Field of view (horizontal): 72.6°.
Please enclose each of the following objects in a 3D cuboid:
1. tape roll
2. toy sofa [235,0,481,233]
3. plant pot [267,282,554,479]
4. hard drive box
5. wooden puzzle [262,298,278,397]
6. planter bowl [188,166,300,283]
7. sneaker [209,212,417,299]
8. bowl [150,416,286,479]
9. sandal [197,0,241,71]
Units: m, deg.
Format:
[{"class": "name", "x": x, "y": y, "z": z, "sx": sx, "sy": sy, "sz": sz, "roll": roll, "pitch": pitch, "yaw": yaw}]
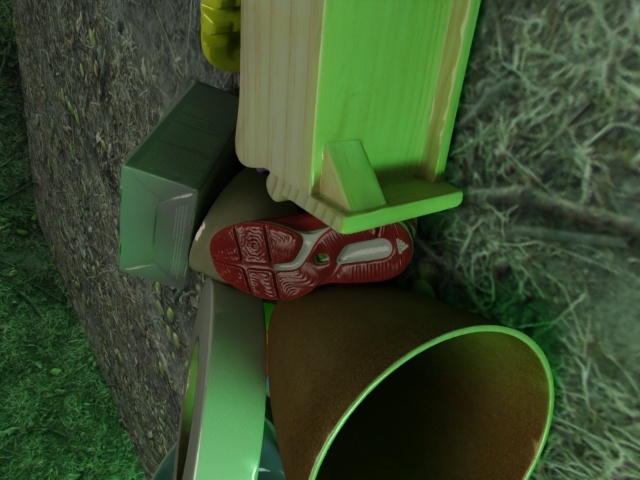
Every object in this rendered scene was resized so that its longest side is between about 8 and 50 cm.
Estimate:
[{"class": "tape roll", "x": -0.157, "y": 0.245, "z": 0.629, "sx": 0.392, "sy": 0.072, "sz": 0.391, "roll": -171, "pitch": 90, "yaw": -71}, {"class": "toy sofa", "x": 0.038, "y": -0.204, "z": 0.345, "sx": 0.177, "sy": 0.150, "sz": 0.362, "roll": 34, "pitch": 129, "yaw": 44}, {"class": "plant pot", "x": 0.042, "y": 0.135, "z": 0.440, "sx": 0.254, "sy": 0.237, "sz": 0.237, "roll": -145, "pitch": 49, "yaw": -59}, {"class": "hard drive box", "x": -0.183, "y": -0.082, "z": 0.604, "sx": 0.089, "sy": 0.232, "sz": 0.181, "roll": 19, "pitch": 131, "yaw": -7}, {"class": "wooden puzzle", "x": -0.051, "y": 0.174, "z": 0.689, "sx": 0.221, "sy": 0.044, "sz": 0.238, "roll": -2, "pitch": 103, "yaw": 51}, {"class": "planter bowl", "x": -0.083, "y": -0.003, "z": 0.584, "sx": 0.109, "sy": 0.162, "sz": 0.162, "roll": 32, "pitch": 134, "yaw": 2}, {"class": "sneaker", "x": 0.000, "y": 0.000, "z": 0.473, "sx": 0.221, "sy": 0.128, "sz": 0.087, "roll": -1, "pitch": 108, "yaw": 23}, {"class": "bowl", "x": -0.148, "y": 0.479, "z": 0.764, "sx": 0.312, "sy": 0.311, "sz": 0.163, "roll": 15, "pitch": 149, "yaw": 47}, {"class": "sandal", "x": -0.092, "y": -0.334, "z": 0.448, "sx": 0.138, "sy": 0.126, "sz": 0.317, "roll": 70, "pitch": 155, "yaw": 18}]
